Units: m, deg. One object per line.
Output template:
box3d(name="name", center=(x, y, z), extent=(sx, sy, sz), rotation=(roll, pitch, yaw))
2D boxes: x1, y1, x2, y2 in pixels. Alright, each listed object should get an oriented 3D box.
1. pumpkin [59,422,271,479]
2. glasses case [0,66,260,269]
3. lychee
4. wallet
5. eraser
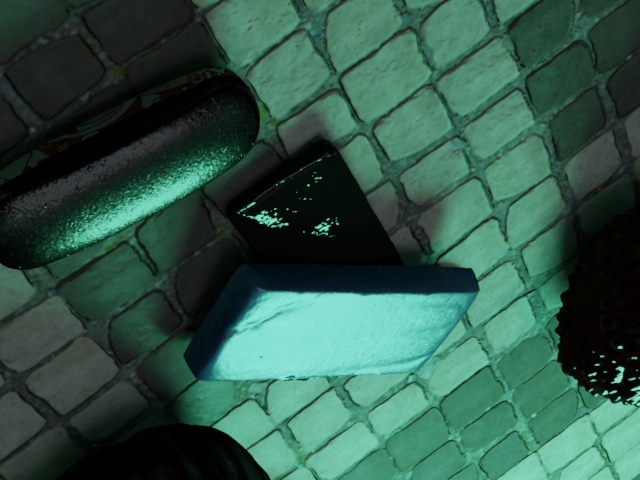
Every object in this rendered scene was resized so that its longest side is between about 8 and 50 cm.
box3d(name="pumpkin", center=(-0.154, 0.355, 1.727), extent=(0.296, 0.296, 0.295), rotation=(-22, 139, -21))
box3d(name="glasses case", center=(-0.174, -0.063, 1.457), extent=(0.267, 0.067, 0.103), rotation=(-28, 139, -14))
box3d(name="lychee", center=(0.388, 0.085, 1.945), extent=(0.271, 0.271, 0.271), rotation=(-22, 139, -21))
box3d(name="wallet", center=(0.000, 0.000, 1.697), extent=(0.124, 0.025, 0.244), rotation=(-35, 144, -1))
box3d(name="eraser", center=(0.018, 0.085, 1.749), extent=(0.312, 0.042, 0.144), rotation=(2, 136, -39))
